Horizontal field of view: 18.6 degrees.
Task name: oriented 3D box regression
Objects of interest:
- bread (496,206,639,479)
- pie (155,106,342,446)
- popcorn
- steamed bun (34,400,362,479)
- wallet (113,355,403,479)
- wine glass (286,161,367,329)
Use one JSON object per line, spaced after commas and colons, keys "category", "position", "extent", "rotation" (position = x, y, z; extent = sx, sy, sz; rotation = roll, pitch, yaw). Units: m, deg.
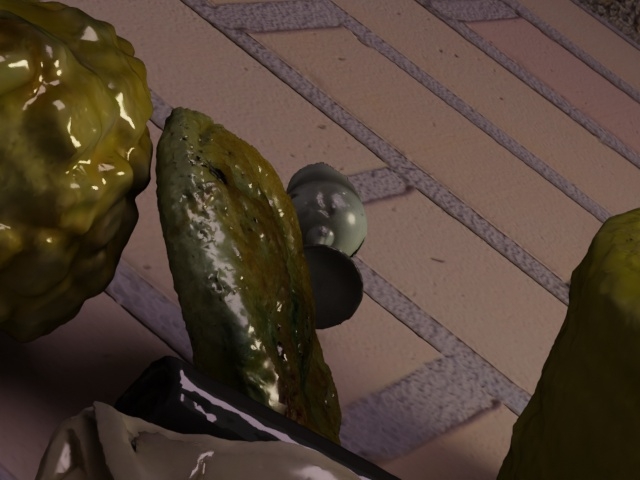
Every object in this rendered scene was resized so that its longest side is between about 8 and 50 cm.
{"category": "bread", "position": [0.297, 0.161, 1.377], "extent": [0.348, 0.308, 0.348], "rotation": [22, 25, -11]}
{"category": "pie", "position": [-0.043, 0.047, 1.264], "extent": [0.078, 0.277, 0.277], "rotation": [-10, 21, 7]}
{"category": "popcorn", "position": [-0.238, -0.062, 1.194], "extent": [0.293, 0.237, 0.293], "rotation": [33, 20, -14]}
{"category": "steamed bun", "position": [-0.074, 0.189, 0.947], "extent": [0.218, 0.211, 0.144], "rotation": [13, 53, 12]}
{"category": "wallet", "position": [0.051, 0.202, 1.095], "extent": [0.406, 0.228, 0.062], "rotation": [30, 63, -11]}
{"category": "wine glass", "position": [0.000, 0.000, 1.634], "extent": [0.079, 0.079, 0.195], "rotation": [29, 22, -11]}
